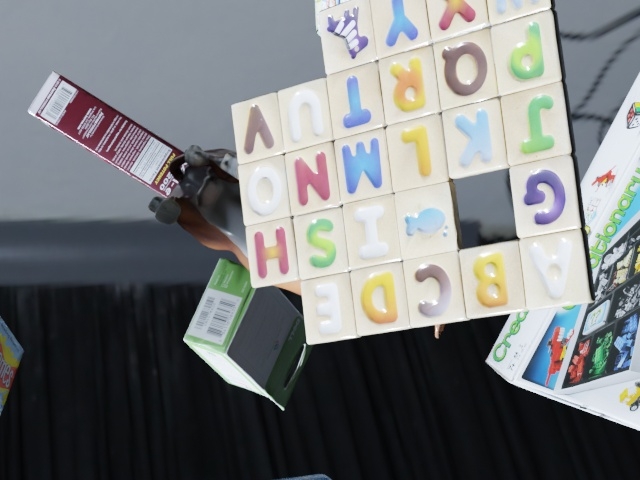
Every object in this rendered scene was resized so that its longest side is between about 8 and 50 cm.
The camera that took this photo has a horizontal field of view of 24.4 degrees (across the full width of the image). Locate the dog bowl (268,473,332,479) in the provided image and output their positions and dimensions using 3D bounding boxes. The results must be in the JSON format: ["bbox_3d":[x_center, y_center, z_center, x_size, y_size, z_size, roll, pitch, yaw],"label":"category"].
[{"bbox_3d":[0.013,0.294,0.993,0.074,0.297,0.166,-18,175,-13],"label":"dog bowl"}]

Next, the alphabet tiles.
[{"bbox_3d":[0.042,-0.047,0.857,0.237,0.198,0.009,-12,172,39],"label":"alphabet tiles"}]

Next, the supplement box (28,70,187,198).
[{"bbox_3d":[-0.291,-0.144,2.116,0.239,0.130,0.073,32,88,-2],"label":"supplement box"}]

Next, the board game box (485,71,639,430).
[{"bbox_3d":[0.303,0.016,1.360,0.193,0.053,0.305,22,100,-31],"label":"board game box"}]

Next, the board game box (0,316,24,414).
[{"bbox_3d":[-0.362,0.160,1.170,0.142,0.275,0.144,-2,141,18],"label":"board game box"}]

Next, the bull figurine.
[{"bbox_3d":[0.000,0.000,1.271,0.310,0.188,0.101,20,89,8],"label":"bull figurine"}]

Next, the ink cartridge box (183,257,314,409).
[{"bbox_3d":[-0.080,0.115,1.765,0.062,0.109,0.209,16,163,25],"label":"ink cartridge box"}]

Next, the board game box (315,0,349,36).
[{"bbox_3d":[0.075,-0.316,1.986,0.046,0.317,0.214,-17,127,-19],"label":"board game box"}]
